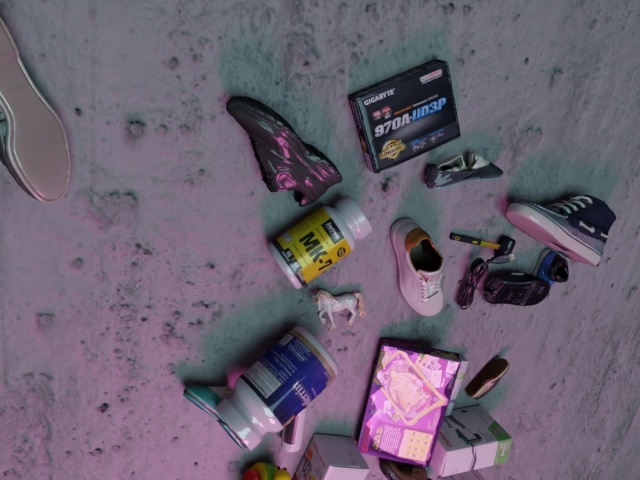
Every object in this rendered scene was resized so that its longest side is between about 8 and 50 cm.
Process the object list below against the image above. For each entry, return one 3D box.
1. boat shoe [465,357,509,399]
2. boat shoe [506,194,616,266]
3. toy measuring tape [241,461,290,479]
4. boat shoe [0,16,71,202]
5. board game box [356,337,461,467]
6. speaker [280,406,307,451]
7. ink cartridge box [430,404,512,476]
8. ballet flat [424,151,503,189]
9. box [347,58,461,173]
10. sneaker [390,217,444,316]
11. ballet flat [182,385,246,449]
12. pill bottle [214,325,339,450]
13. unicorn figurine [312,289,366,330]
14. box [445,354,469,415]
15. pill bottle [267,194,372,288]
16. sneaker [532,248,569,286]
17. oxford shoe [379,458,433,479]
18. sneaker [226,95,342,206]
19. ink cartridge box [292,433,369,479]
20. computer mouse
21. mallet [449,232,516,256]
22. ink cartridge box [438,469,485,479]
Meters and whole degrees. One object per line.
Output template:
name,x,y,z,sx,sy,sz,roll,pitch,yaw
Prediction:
boat shoe,0.491,0.404,1.616,0.152,0.056,0.049,-43,126,12
boat shoe,0.626,-0.066,1.434,0.340,0.127,0.158,26,87,-31
toy measuring tape,-0.185,0.671,1.456,0.121,0.121,0.330,27,123,-29
boat shoe,-0.521,-0.222,0.925,0.112,0.095,0.335,-44,133,-42
board game box,0.228,0.437,1.479,0.208,0.056,0.347,11,110,-2
speaker,-0.068,0.472,1.421,0.055,0.055,0.136,0,113,-22
ink cartridge box,0.405,0.569,1.589,0.219,0.160,0.093,-2,112,-21
ballet flat,0.338,-0.168,1.291,0.203,0.074,0.074,-11,116,-15
box,0.184,-0.266,1.195,0.220,0.051,0.175,-24,119,-10
sneaker,0.249,0.091,1.339,0.106,0.123,0.290,-31,121,-9
ballet flat,-0.227,0.398,1.321,0.087,0.083,0.247,-50,124,-24
pill bottle,-0.099,0.334,1.257,0.264,0.153,0.153,-41,122,-18
unicorn figurine,0.035,0.160,1.328,0.162,0.060,0.111,-17,118,-32
box,0.324,0.409,1.558,0.145,0.038,0.186,5,109,-24
pill bottle,0.000,0.000,1.202,0.208,0.119,0.119,-36,121,-4
sneaker,0.628,0.107,1.517,0.058,0.084,0.152,3,111,-23
oxford shoe,0.257,0.691,1.644,0.227,0.083,0.096,43,74,-31
sneaker,-0.085,-0.168,1.105,0.130,0.109,0.286,-46,119,9
ink cartridge box,0.024,0.630,1.484,0.127,0.128,0.176,17,104,-27
computer mouse,0.492,0.095,1.465,0.262,0.060,0.184,-2,129,-11
mallet,0.411,0.015,1.423,0.189,0.039,0.062,4,113,-18
ink cartridge box,0.444,0.764,1.732,0.122,0.088,0.052,-20,118,-13
